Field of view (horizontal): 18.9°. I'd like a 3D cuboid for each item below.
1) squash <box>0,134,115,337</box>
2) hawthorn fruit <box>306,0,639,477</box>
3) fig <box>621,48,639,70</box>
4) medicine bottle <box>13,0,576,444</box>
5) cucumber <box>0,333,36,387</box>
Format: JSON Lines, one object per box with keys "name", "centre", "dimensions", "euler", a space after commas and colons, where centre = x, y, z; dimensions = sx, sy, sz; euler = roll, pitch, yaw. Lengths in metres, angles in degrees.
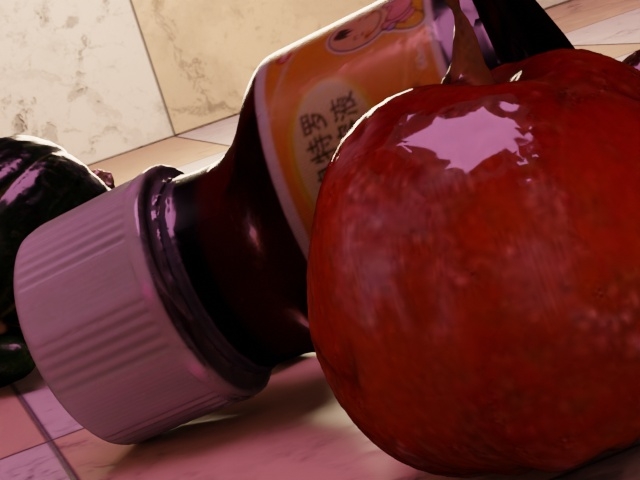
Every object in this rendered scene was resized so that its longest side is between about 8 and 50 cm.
{"name": "squash", "centre": [-0.256, 0.007, 1.709], "dimensions": [0.218, 0.218, 0.172], "euler": [-11, 50, 33]}
{"name": "hawthorn fruit", "centre": [0.098, -0.016, 1.000], "dimensions": [0.242, 0.271, 0.242], "euler": [-24, 1, 1]}
{"name": "fig", "centre": [0.270, -0.074, 1.425], "dimensions": [0.134, 0.146, 0.201], "euler": [19, 10, 16]}
{"name": "medicine bottle", "centre": [0.000, 0.000, 1.270], "dimensions": [0.395, 0.242, 0.242], "euler": [-30, 5, 18]}
{"name": "cucumber", "centre": [-0.338, 0.112, 1.715], "dimensions": [0.056, 0.056, 0.284], "euler": [-26, 10, -40]}
